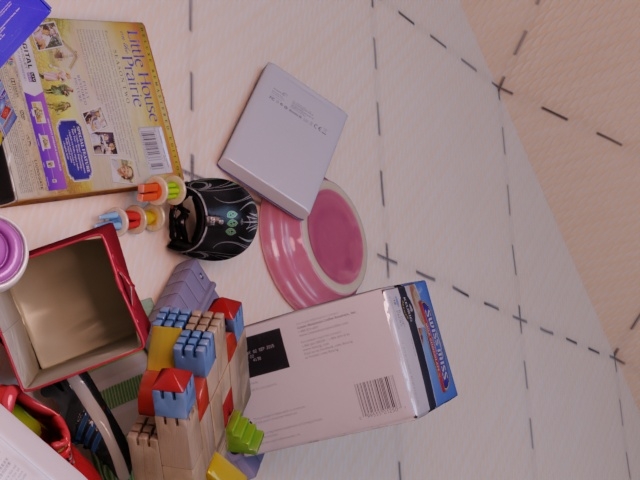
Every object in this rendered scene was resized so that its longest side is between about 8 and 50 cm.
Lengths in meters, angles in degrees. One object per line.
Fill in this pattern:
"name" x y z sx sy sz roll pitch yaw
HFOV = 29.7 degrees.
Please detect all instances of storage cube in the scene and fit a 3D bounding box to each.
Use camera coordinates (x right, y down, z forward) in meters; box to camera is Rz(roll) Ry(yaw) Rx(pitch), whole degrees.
"storage cube" -0.375 0.093 1.799 0.193 0.215 0.183 -126 -164 -83

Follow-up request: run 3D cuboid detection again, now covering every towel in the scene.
"towel" -0.317 0.276 2.020 0.248 0.038 0.325 -18 91 -59

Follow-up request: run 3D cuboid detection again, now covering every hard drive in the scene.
"hard drive" -0.073 -0.210 2.510 0.210 0.040 0.318 33 46 -13

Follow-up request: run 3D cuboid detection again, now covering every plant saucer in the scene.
"plant saucer" 0.000 0.000 2.570 0.332 0.084 0.332 30 53 -49

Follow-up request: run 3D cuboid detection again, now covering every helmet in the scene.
"helmet" -0.194 -0.039 2.217 0.161 0.169 0.169 0 78 -48

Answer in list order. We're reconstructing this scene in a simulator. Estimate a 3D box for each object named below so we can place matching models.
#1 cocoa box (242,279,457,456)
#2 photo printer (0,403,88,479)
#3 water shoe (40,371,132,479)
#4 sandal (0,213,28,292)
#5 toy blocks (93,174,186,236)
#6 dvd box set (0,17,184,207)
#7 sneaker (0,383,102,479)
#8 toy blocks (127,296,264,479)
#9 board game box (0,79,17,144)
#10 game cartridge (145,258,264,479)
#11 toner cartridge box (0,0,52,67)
"cocoa box" 0.029 0.225 2.153 0.228 0.347 0.231 -5 79 -66
"photo printer" -0.488 0.333 1.616 0.307 0.107 0.256 45 47 -18
"water shoe" -0.364 0.292 1.884 0.203 0.080 0.073 64 1 -5
"sandal" -0.574 -0.031 1.565 0.416 0.102 0.169 10 68 -31
"toy blocks" -0.315 -0.059 2.082 0.054 0.123 0.148 49 27 17
"dvd box set" -0.416 -0.224 2.043 0.420 0.062 0.307 -14 89 -57
"sneaker" -0.406 0.313 1.787 0.279 0.118 0.107 51 40 -33
"toy blocks" -0.198 0.222 1.848 0.381 0.191 0.261 -67 159 -55
"board game box" -0.517 -0.137 1.755 0.136 0.035 0.201 94 19 -66
"game cartridge" -0.186 0.236 2.181 0.355 0.068 0.230 60 24 -25
"toner cartridge box" -0.546 -0.250 1.650 0.348 0.075 0.165 -50 134 -8
